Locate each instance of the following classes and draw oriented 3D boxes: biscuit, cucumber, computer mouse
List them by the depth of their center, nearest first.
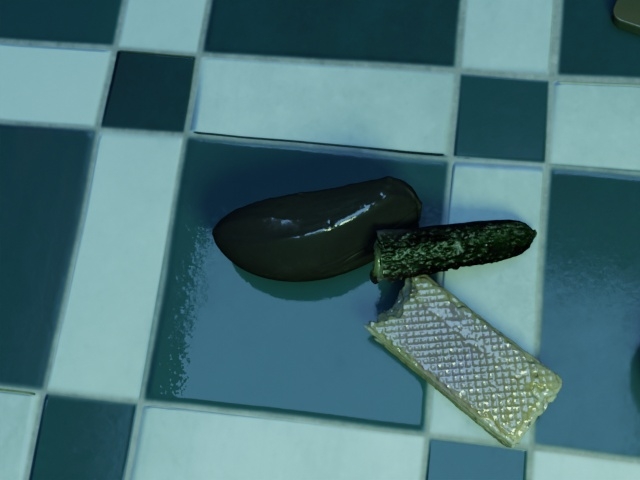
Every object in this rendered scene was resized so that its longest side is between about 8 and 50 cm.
[{"bbox_3d":[0.175,0.141,1.100,0.239,0.062,0.108,39,79,13],"label":"biscuit"},{"bbox_3d":[0.164,0.008,1.107,0.245,0.067,0.067,-6,71,-28],"label":"cucumber"},{"bbox_3d":[0.000,0.000,1.117,0.270,0.137,0.086,-11,64,3],"label":"computer mouse"}]

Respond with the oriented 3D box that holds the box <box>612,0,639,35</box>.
[{"bbox_3d":[0.470,-0.316,1.216,0.126,0.031,0.091,21,77,12],"label":"box"}]
